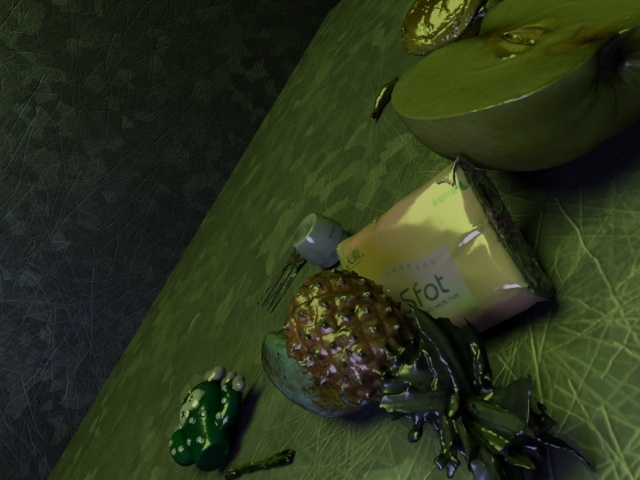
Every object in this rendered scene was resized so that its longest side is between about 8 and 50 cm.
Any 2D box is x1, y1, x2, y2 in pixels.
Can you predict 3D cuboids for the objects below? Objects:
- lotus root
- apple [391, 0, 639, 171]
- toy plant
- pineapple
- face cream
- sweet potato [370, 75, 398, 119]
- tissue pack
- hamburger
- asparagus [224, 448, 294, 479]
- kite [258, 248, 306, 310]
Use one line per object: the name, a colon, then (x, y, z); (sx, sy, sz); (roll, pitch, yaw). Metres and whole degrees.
lotus root: (0.011, 0.215, 0.832); (0.158, 0.140, 0.322); (-37, 23, -20)
apple: (0.291, -0.249, 0.692); (0.360, 0.311, 0.320); (-120, 39, -61)
toy plant: (-0.260, 0.404, 1.139); (0.243, 0.112, 0.233); (-4, 57, 55)
pineapple: (0.117, 0.155, 0.569); (0.364, 0.165, 0.166); (26, 81, 40)
face cream: (0.000, 0.000, 1.170); (0.117, 0.104, 0.117); (-45, 24, 27)
sweet potato: (0.183, -0.416, 1.456); (0.153, 0.038, 0.041); (-59, 0, -3)
tissue pack: (0.162, 0.040, 0.710); (0.256, 0.123, 0.215); (-40, 60, 38)
hamburger: (0.331, -0.598, 1.279); (0.285, 0.134, 0.265); (-40, 25, 39)
asparagus: (-0.125, 0.431, 0.951); (0.022, 0.023, 0.233); (-13, -17, -49)
kite: (-0.079, 0.071, 1.356); (0.285, 0.015, 0.152); (-55, 20, -4)
